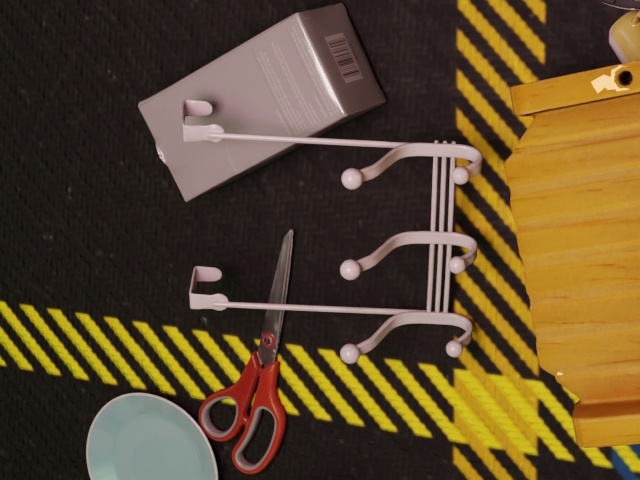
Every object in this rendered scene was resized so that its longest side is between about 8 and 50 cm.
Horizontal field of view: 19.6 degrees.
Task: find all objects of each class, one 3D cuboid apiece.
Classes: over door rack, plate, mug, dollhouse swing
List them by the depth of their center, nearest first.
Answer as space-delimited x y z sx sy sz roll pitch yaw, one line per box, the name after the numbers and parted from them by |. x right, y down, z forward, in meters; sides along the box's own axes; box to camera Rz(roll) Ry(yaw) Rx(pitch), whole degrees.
0.264 0.019 1.652 0.315 0.305 0.346 -9 93 33 | dollhouse swing
0.318 -0.195 1.805 0.064 0.062 0.078 53 137 17 | mug
0.000 0.000 1.933 0.324 0.108 0.239 9 125 13 | over door rack
-0.198 0.270 2.224 0.188 0.024 0.188 7 105 28 | plate

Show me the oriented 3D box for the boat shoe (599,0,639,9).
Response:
0.266 -0.265 1.811 0.206 0.065 0.075 16 109 25 | boat shoe

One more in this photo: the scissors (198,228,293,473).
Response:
-0.053 0.133 2.116 0.109 0.021 0.297 35 116 20 | scissors

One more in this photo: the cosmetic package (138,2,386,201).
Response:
-0.065 -0.148 2.004 0.238 0.107 0.127 -24 91 34 | cosmetic package
